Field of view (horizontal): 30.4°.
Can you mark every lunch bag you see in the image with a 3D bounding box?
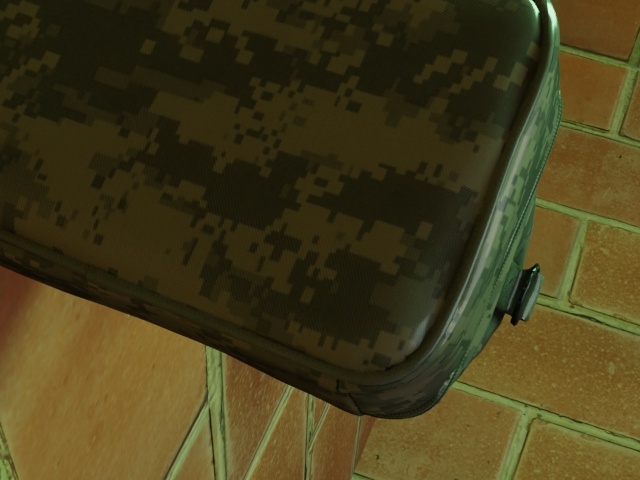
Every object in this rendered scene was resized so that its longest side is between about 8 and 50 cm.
[{"bbox_3d":[-0.033,-0.040,0.624,0.256,0.305,0.213,57,54,-71],"label":"lunch bag"}]
